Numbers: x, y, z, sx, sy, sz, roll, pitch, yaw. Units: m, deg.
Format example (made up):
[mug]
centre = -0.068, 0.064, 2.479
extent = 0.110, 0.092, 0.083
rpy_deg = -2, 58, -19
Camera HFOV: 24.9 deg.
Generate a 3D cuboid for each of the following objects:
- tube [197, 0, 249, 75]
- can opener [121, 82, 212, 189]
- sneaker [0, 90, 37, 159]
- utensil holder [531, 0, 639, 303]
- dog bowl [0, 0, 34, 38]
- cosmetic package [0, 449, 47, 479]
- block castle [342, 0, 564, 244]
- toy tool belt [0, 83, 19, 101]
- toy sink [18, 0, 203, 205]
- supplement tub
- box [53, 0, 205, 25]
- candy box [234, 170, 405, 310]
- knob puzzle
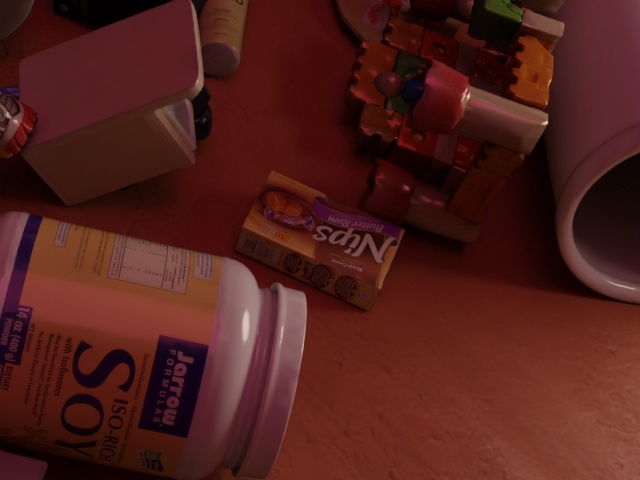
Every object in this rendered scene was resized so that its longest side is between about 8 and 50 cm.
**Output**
[tube]
centre = -0.137, -0.327, 2.013
extent = 0.070, 0.062, 0.240
rpy_deg = 40, 34, -32
[can opener]
centre = -0.204, -0.126, 1.825
extent = 0.059, 0.073, 0.186
rpy_deg = 12, 49, 47
[sneaker]
centre = -0.426, -0.163, 1.700
extent = 0.225, 0.092, 0.088
rpy_deg = 13, 73, 43
[utensil holder]
centre = 0.448, -0.165, 1.905
extent = 0.327, 0.328, 0.385
rpy_deg = 9, 48, -12
[dog bowl]
centre = -0.475, -0.358, 1.783
extent = 0.264, 0.265, 0.104
rpy_deg = 7, 52, -13
[cosmetic package]
centre = -0.354, 0.315, 1.386
extent = 0.127, 0.107, 0.238
rpy_deg = 17, 46, -5
[block castle]
centre = 0.168, -0.249, 1.870
extent = 0.212, 0.303, 0.453
rpy_deg = 18, 56, -5
[toy tool belt]
centre = -0.389, -0.175, 1.805
extent = 0.083, 0.051, 0.052
rpy_deg = -16, 59, -29
[toy sink]
centre = -0.228, -0.163, 1.735
extent = 0.234, 0.131, 0.153
rpy_deg = -20, 52, 12
[supplement tub]
centre = -0.199, 0.116, 1.506
extent = 0.331, 0.241, 0.241
rpy_deg = 13, 49, -8
[box]
centre = -0.228, -0.401, 1.985
extent = 0.184, 0.103, 0.261
rpy_deg = 16, 47, 12
[candy box]
centre = 0.000, 0.000, 1.794
extent = 0.186, 0.053, 0.109
rpy_deg = 24, 48, 3
[knob puzzle]
centre = 0.103, -0.330, 2.113
extent = 0.213, 0.030, 0.213
rpy_deg = 9, 51, -12
